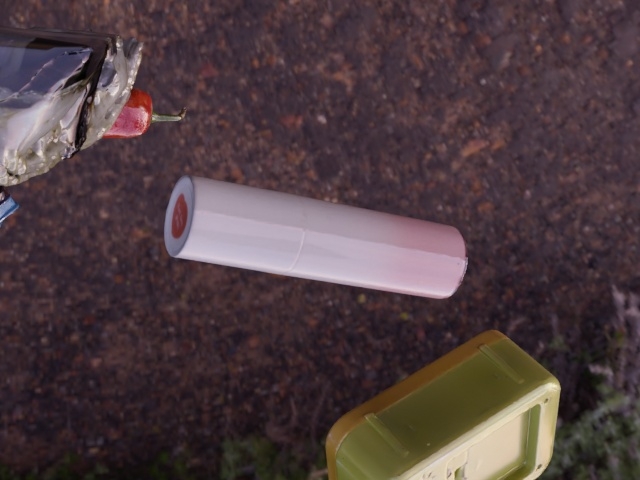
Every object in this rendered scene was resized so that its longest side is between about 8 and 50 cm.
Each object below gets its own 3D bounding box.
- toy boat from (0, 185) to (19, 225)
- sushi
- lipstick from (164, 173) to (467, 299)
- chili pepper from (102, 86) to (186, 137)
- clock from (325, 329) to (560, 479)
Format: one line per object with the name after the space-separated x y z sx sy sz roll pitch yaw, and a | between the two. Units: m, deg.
-0.587 -0.017 1.783 0.223 0.100 0.097 -38 145 -35 | toy boat
-0.220 -0.108 0.855 0.134 0.273 0.109 7 101 -1 | sushi
0.000 0.000 1.200 0.326 0.087 0.087 10 128 -26 | lipstick
-0.211 -0.119 1.012 0.191 0.050 0.059 3 174 -25 | chili pepper
0.108 0.182 0.984 0.202 0.096 0.143 -27 137 -26 | clock
